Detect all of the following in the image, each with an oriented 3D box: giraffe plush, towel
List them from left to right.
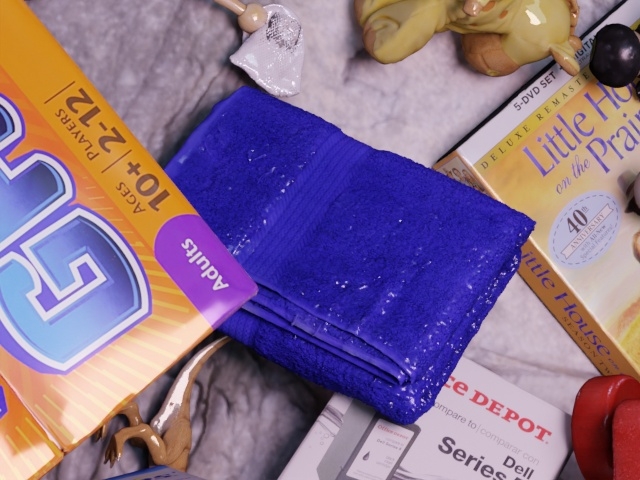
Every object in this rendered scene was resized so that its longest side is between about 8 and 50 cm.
[{"bbox_3d":[0.000,0.000,1.457,0.308,0.076,0.227,26,66,17],"label":"towel"},{"bbox_3d":[0.159,-0.223,1.602,0.170,0.210,0.181,30,63,-36],"label":"giraffe plush"}]

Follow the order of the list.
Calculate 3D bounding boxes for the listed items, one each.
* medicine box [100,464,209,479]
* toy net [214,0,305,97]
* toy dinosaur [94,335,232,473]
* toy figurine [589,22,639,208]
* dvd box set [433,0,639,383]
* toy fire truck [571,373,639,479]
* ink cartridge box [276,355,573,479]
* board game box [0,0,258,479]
[{"bbox_3d":[-0.118,0.320,1.255,0.149,0.289,0.263,-11,92,-22],"label":"medicine box"},{"bbox_3d":[-0.064,-0.239,1.586,0.122,0.045,0.232,-21,86,-26],"label":"toy net"},{"bbox_3d":[-0.131,0.161,1.453,0.112,0.064,0.211,13,82,-30],"label":"toy dinosaur"},{"bbox_3d":[0.368,-0.134,1.558,0.148,0.209,0.213,-9,80,-40],"label":"toy figurine"},{"bbox_3d":[0.349,-0.006,1.668,0.307,0.062,0.420,-40,92,-25],"label":"dvd box set"},{"bbox_3d":[0.330,0.238,1.414,0.302,0.169,0.254,17,69,-53],"label":"toy fire truck"},{"bbox_3d":[0.068,0.229,1.439,0.198,0.115,0.273,29,66,12],"label":"ink cartridge box"},{"bbox_3d":[-0.332,0.042,1.235,0.356,0.356,0.356,-40,92,-25],"label":"board game box"}]
